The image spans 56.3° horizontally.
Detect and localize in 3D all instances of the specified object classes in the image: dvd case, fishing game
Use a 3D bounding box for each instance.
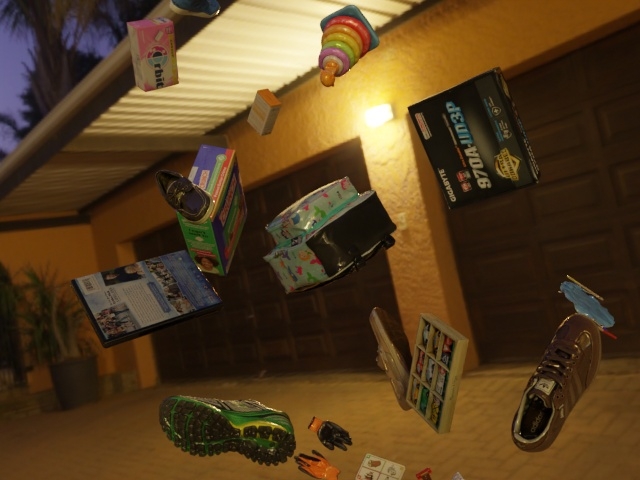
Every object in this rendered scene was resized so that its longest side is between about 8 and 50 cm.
[{"bbox_3d":[-0.350,0.111,1.218,0.253,0.180,0.022,-16,-40,-35],"label":"dvd case"},{"bbox_3d":[0.793,0.197,1.794,0.041,0.189,0.264,-58,2,27],"label":"fishing game"}]

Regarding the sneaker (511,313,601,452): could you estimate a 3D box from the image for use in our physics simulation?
[{"bbox_3d":[0.296,0.180,0.748,0.066,0.188,0.071,22,-1,34],"label":"sneaker"}]

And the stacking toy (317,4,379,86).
[{"bbox_3d":[0.056,-0.585,1.905,0.166,0.301,0.175,-14,-48,39],"label":"stacking toy"}]

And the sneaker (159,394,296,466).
[{"bbox_3d":[-0.233,0.459,1.492,0.344,0.134,0.146,18,12,-9],"label":"sneaker"}]

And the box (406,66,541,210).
[{"bbox_3d":[0.285,-0.184,1.109,0.175,0.220,0.051,-18,14,31],"label":"box"}]

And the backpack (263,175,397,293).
[{"bbox_3d":[0.000,0.000,1.243,0.225,0.191,0.253,-36,-1,-35],"label":"backpack"}]

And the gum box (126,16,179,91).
[{"bbox_3d":[-0.460,-0.509,1.654,0.107,0.188,0.062,-24,44,-32],"label":"gum box"}]

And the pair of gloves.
[{"bbox_3d":[0.005,0.312,0.892,0.074,0.083,0.010,28,-15,-9],"label":"pair of gloves"}]

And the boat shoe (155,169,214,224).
[{"bbox_3d":[-0.212,-0.068,0.910,0.049,0.056,0.152,33,-2,-42],"label":"boat shoe"}]

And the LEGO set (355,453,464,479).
[{"bbox_3d":[0.146,0.475,1.038,0.244,0.182,0.060,22,2,-14],"label":"LEGO set"}]

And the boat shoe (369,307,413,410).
[{"bbox_3d":[0.228,0.376,1.924,0.110,0.341,0.122,-41,-34,26],"label":"boat shoe"}]

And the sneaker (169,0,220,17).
[{"bbox_3d":[-0.297,-0.604,1.480,0.152,0.058,0.084,-19,-20,-47],"label":"sneaker"}]

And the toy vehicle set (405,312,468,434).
[{"bbox_3d":[0.300,0.345,1.565,0.035,0.266,0.166,0,16,-25],"label":"toy vehicle set"}]

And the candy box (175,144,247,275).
[{"bbox_3d":[-0.328,-0.089,1.851,0.122,0.268,0.317,8,-34,8],"label":"candy box"}]

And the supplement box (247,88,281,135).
[{"bbox_3d":[-0.139,-0.317,1.479,0.036,0.062,0.098,-22,-27,-39],"label":"supplement box"}]
